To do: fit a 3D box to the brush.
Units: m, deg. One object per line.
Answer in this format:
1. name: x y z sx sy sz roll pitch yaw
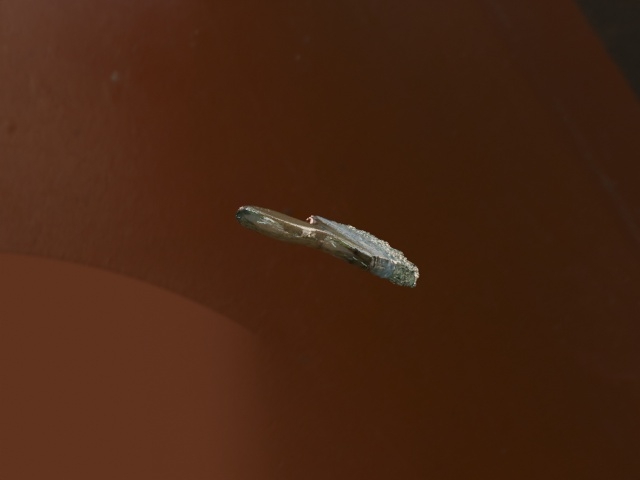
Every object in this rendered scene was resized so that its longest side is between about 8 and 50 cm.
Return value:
1. brush: 0.000 0.000 0.904 0.070 0.196 0.021 34 100 31
